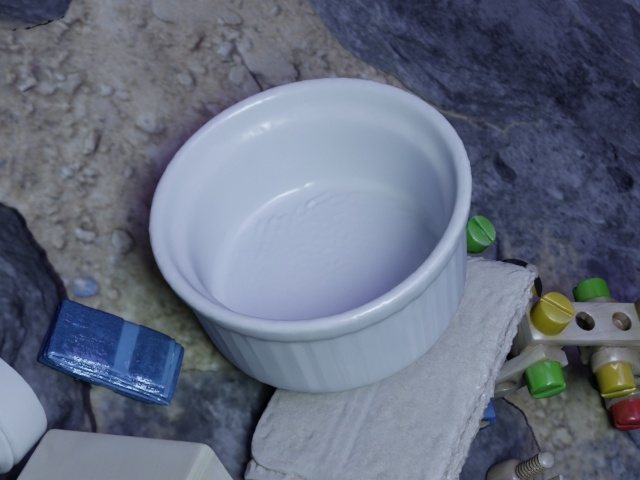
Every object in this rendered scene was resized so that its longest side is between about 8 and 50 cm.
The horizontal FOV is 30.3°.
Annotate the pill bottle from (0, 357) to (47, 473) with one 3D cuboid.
[{"bbox_3d":[-0.311,0.182,0.847,0.131,0.131,0.229,42,52,0],"label":"pill bottle"}]

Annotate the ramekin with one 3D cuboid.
[{"bbox_3d":[0.000,0.000,1.042,0.277,0.135,0.277,-7,51,8],"label":"ramekin"}]

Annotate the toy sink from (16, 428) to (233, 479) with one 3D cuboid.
[{"bbox_3d":[-0.161,0.269,0.840,0.131,0.153,0.234,63,39,-37],"label":"toy sink"}]

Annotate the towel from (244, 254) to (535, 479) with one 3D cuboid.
[{"bbox_3d":[0.064,0.122,1.053,0.187,0.049,0.282,11,56,28],"label":"towel"}]

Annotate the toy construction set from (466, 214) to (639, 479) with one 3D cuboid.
[{"bbox_3d":[0.250,0.118,1.106,0.257,0.237,0.309,27,54,-11],"label":"toy construction set"}]

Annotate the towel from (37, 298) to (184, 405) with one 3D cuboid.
[{"bbox_3d":[-0.179,0.096,1.028,0.119,0.029,0.067,22,54,-15],"label":"towel"}]
